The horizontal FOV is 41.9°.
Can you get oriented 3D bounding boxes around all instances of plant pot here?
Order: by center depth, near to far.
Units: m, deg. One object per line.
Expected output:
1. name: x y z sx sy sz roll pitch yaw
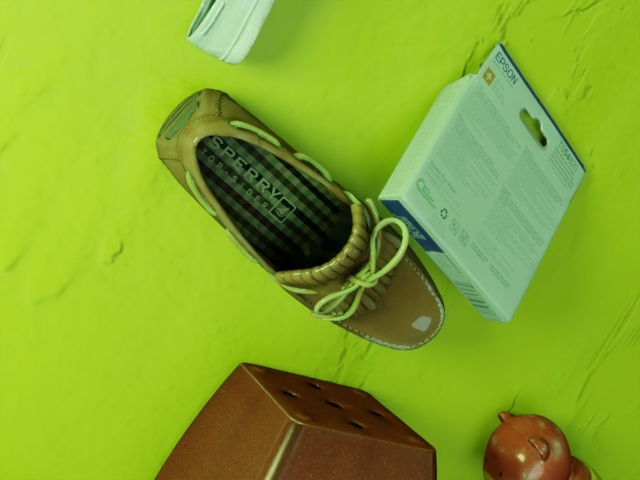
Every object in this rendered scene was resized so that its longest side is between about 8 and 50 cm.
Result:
1. plant pot: -0.024 0.285 0.920 0.267 0.267 0.235 17 94 -26

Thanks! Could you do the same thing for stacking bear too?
1. stacking bear: 0.312 0.358 1.125 0.164 0.175 0.289 -31 113 -2

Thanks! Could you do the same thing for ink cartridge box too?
1. ink cartridge box: 0.187 -0.062 0.923 0.223 0.045 0.224 46 66 -30

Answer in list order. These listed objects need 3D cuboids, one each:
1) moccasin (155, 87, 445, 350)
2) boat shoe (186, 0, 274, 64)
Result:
1. moccasin: 0.002 -0.002 0.845 0.139 0.147 0.380 -41 120 2
2. boat shoe: -0.068 -0.254 0.758 0.063 0.066 0.184 17 116 -27
